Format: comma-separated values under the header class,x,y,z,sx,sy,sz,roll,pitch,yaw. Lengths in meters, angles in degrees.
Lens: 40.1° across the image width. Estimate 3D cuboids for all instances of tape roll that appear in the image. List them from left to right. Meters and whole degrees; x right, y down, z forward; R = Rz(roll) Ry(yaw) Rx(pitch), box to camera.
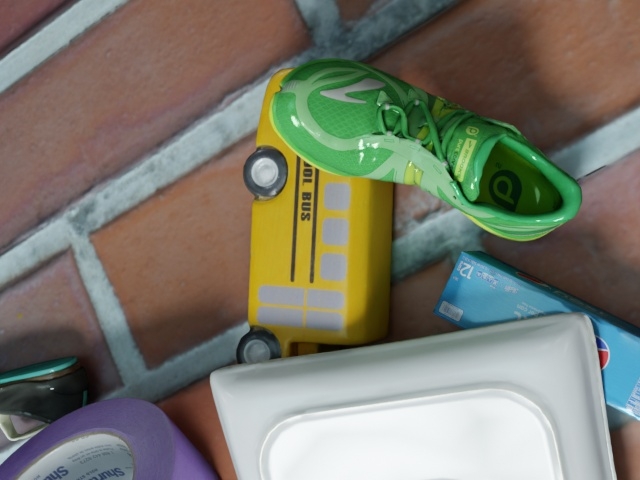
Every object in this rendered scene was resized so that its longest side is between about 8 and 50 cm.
class,x,y,z,sx,sy,sz,roll,pitch,yaw
tape roll,-0.232,0.285,0.838,0.275,0.274,0.090,-20,122,22

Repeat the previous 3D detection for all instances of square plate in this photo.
class,x,y,z,sx,sy,sz,roll,pitch,yaw
square plate,0.095,0.257,0.787,0.347,0.049,0.343,-11,98,14

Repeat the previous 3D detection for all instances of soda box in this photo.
class,x,y,z,sx,sy,sz,roll,pitch,yaw
soda box,0.216,0.083,0.805,0.210,0.071,0.067,28,101,21

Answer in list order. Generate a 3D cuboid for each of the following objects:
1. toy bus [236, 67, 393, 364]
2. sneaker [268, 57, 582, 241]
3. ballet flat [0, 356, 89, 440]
class,x,y,z,sx,sy,sz,roll,pitch,yaw
toy bus,0.000,0.000,0.883,0.130,0.108,0.332,2,89,22
sneaker,0.101,-0.087,0.770,0.296,0.123,0.109,20,83,-12
ballet flat,-0.406,0.200,1.067,0.281,0.095,0.096,-5,99,23
